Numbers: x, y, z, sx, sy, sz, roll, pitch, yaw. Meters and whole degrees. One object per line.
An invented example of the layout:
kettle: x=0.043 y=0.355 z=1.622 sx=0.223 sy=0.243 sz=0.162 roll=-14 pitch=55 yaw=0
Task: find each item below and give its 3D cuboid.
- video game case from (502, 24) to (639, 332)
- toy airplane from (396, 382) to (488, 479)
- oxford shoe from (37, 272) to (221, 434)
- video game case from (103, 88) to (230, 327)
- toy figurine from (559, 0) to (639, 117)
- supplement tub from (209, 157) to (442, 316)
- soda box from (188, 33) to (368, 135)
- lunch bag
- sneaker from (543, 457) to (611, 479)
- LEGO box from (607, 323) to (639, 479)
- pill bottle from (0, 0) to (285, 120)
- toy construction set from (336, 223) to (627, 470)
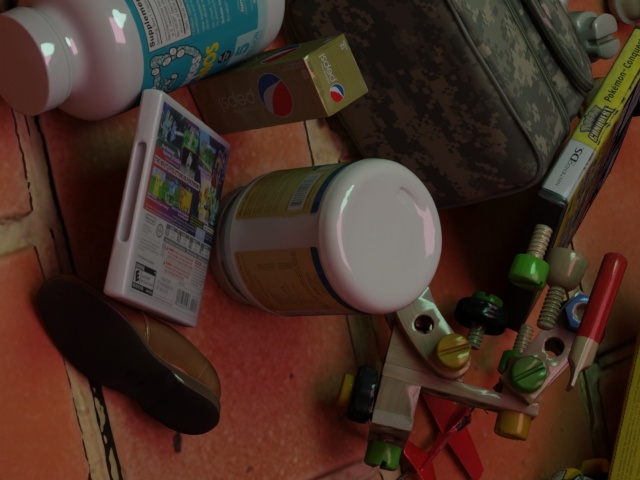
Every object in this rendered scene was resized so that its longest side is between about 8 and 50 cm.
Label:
video game case: x=0.276 y=-0.062 z=1.910 sx=0.035 sy=0.275 sz=0.248 roll=27 pitch=61 yaw=11
toy airplane: x=0.129 y=0.210 z=1.886 sx=0.151 sy=0.028 sz=0.151 roll=5 pitch=82 yaw=-40
oxford shoe: x=-0.174 y=0.092 z=1.620 sx=0.212 sy=0.076 sz=0.076 roll=43 pitch=31 yaw=-27
video game case: x=-0.136 y=-0.024 z=1.601 sx=0.201 sy=0.023 sz=0.183 roll=36 pitch=63 yaw=-72
toy figurine: x=0.330 y=-0.254 z=2.025 sx=0.213 sy=0.148 sz=0.209 roll=30 pitch=74 yaw=-38
supplement tub: x=0.000 y=0.000 z=1.676 sx=0.144 sy=0.200 sz=0.144 roll=3 pitch=86 yaw=-41
soda box: x=-0.043 y=-0.144 z=1.661 sx=0.058 sy=0.181 sz=0.061 roll=-36 pitch=109 yaw=-36
lunch bag: x=0.140 y=-0.223 z=1.819 sx=0.305 sy=0.213 sz=0.256 roll=57 pitch=42 yaw=-22
sneaker: x=0.261 y=0.305 z=1.965 sx=0.225 sy=0.088 sz=0.092 roll=-19 pitch=95 yaw=-50
LEGO box: x=0.479 y=0.309 z=2.013 sx=0.372 sy=0.193 sz=0.500 roll=37 pitch=63 yaw=-52
pill bottle: x=-0.169 y=-0.196 z=1.581 sx=0.264 sy=0.146 sz=0.146 roll=-28 pitch=105 yaw=-38
toy construction set: x=0.158 y=0.129 z=1.741 sx=0.257 sy=0.309 sz=0.237 roll=29 pitch=70 yaw=-21
